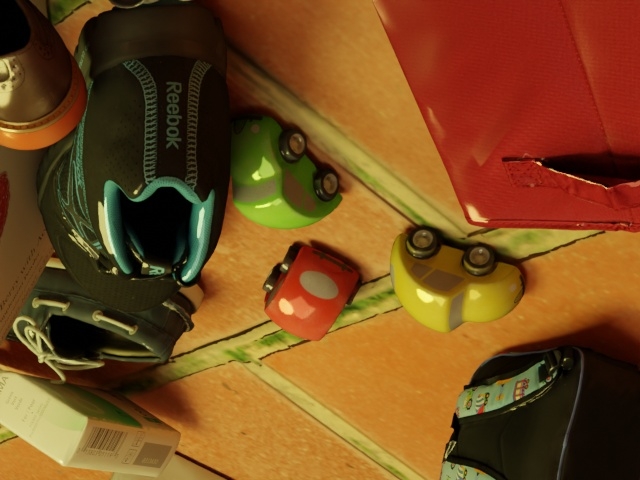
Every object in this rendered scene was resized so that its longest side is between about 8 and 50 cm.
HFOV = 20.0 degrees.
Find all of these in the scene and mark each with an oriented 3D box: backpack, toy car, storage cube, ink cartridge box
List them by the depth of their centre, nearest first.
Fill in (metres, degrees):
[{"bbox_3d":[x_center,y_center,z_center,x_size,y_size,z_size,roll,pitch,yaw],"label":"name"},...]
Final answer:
[{"bbox_3d":[0.147,-0.135,0.820,0.183,0.215,0.193,4,138,33],"label":"storage cube"},{"bbox_3d":[0.000,0.000,1.290,0.239,0.053,0.225,-6,138,42],"label":"toy car"},{"bbox_3d":[0.165,0.159,1.328,0.116,0.158,0.173,17,168,-23],"label":"backpack"},{"bbox_3d":[-0.257,0.135,1.641,0.224,0.056,0.181,31,-177,24],"label":"ink cartridge box"}]

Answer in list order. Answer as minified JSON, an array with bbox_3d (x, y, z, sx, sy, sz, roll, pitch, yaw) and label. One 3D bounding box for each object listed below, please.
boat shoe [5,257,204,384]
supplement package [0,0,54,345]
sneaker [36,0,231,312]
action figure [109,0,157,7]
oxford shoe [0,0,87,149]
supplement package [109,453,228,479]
[{"bbox_3d":[-0.204,0.070,1.524,0.254,0.079,0.095,-1,145,38],"label":"boat shoe"},{"bbox_3d":[-0.298,-0.057,1.295,0.175,0.177,0.293,20,151,9],"label":"supplement package"},{"bbox_3d":[-0.131,-0.018,1.243,0.125,0.140,0.341,-2,153,-9],"label":"sneaker"},{"bbox_3d":[-0.154,-0.216,1.025,0.185,0.099,0.285,-3,154,29],"label":"action figure"},{"bbox_3d":[-0.253,-0.168,1.129,0.271,0.097,0.098,34,161,20],"label":"oxford shoe"},{"bbox_3d":[-0.149,0.328,1.821,0.194,0.149,0.203,27,150,-4],"label":"supplement package"}]
